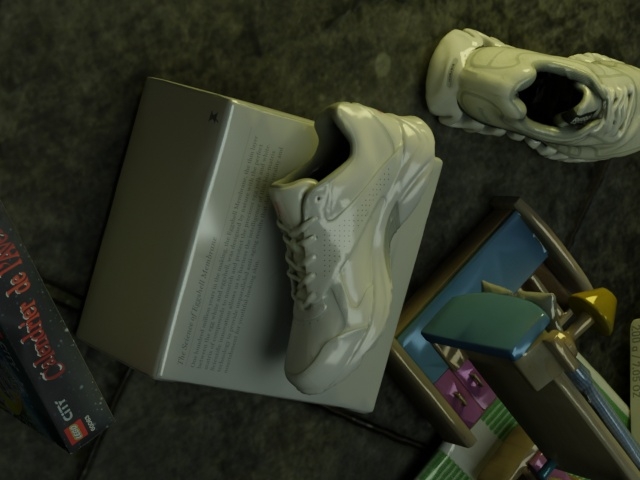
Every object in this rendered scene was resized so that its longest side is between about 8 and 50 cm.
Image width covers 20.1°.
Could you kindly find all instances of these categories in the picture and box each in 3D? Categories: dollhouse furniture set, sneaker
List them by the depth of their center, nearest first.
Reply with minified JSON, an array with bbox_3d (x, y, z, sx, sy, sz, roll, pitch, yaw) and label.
[{"bbox_3d":[0.000,0.000,1.386,0.115,0.090,0.232,21,80,-32],"label":"sneaker"},{"bbox_3d":[0.237,0.115,1.591,0.198,0.303,0.286,-46,111,-17],"label":"dollhouse furniture set"},{"bbox_3d":[0.236,-0.124,1.674,0.292,0.118,0.110,4,98,-39],"label":"sneaker"}]

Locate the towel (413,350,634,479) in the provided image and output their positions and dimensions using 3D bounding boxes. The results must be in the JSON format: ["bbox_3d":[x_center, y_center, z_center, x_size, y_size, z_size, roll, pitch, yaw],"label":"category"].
[{"bbox_3d":[0.183,0.260,1.790,0.325,0.038,0.248,-53,126,-12],"label":"towel"}]

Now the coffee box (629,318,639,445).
[{"bbox_3d":[0.545,0.238,1.802,0.338,0.334,0.338,9,77,-39],"label":"coffee box"}]

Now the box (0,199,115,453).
[{"bbox_3d":[-0.250,0.034,1.326,0.044,0.159,0.233,-37,122,-24],"label":"box"}]

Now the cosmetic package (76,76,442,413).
[{"bbox_3d":[-0.051,0.006,1.480,0.224,0.138,0.224,14,94,-40],"label":"cosmetic package"}]
